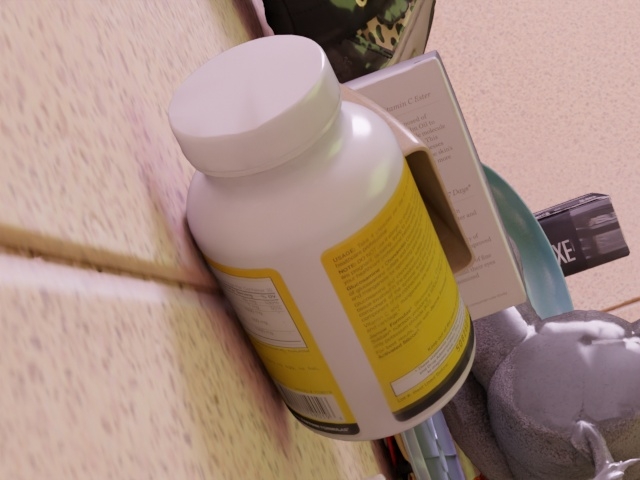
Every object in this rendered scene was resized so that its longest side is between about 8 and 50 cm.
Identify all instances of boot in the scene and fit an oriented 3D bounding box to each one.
[{"bbox_3d":[0.005,-0.309,1.139,0.284,0.138,0.377,57,40,-46],"label":"boot"}]

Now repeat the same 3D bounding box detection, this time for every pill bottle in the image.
[{"bbox_3d":[0.000,0.000,0.674,0.103,0.103,0.184,-100,167,-53],"label":"pill bottle"}]

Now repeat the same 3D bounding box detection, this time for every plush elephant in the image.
[{"bbox_3d":[0.237,0.176,1.205,0.255,0.272,0.330,75,15,-47],"label":"plush elephant"}]

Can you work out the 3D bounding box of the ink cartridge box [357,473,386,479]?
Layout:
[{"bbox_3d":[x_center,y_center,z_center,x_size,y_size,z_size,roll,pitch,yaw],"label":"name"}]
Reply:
[{"bbox_3d":[0.027,0.175,0.613,0.122,0.052,0.088,-103,169,-47],"label":"ink cartridge box"}]

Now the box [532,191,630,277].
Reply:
[{"bbox_3d":[0.237,0.016,1.747,0.307,0.242,0.076,-17,87,-81],"label":"box"}]

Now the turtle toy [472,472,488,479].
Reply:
[{"bbox_3d":[0.185,0.252,1.405,0.066,0.095,0.130,46,13,-12],"label":"turtle toy"}]

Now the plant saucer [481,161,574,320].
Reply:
[{"bbox_3d":[0.160,0.071,1.422,0.318,0.044,0.317,29,50,-42],"label":"plant saucer"}]

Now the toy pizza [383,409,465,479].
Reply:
[{"bbox_3d":[0.073,0.159,1.036,0.201,0.032,0.201,-20,90,-81],"label":"toy pizza"}]

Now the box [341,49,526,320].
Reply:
[{"bbox_3d":[0.048,-0.025,0.965,0.091,0.130,0.170,-62,132,-78],"label":"box"}]

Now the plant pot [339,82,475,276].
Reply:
[{"bbox_3d":[0.007,-0.022,0.812,0.096,0.109,0.109,59,-1,42],"label":"plant pot"}]
